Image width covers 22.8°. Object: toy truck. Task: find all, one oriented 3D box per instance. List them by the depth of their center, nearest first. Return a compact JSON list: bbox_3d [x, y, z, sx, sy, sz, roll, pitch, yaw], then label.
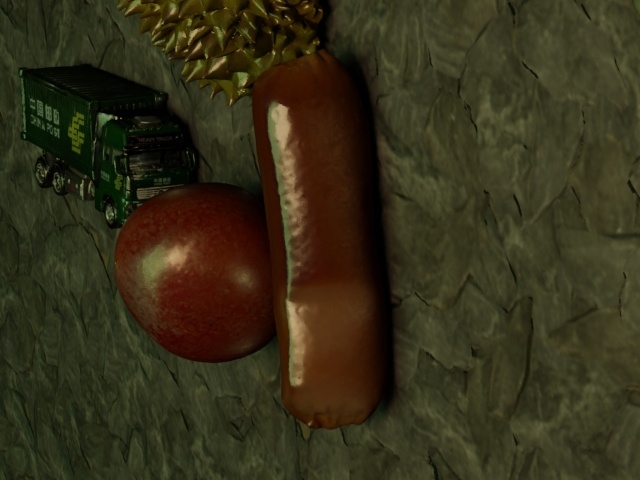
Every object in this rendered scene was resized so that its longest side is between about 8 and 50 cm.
[{"bbox_3d":[-0.214,-0.094,1.573,0.259,0.088,0.121,27,120,54],"label":"toy truck"}]

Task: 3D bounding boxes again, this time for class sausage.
[{"bbox_3d":[0.000,0.000,1.252,0.083,0.089,0.300,-163,67,-70],"label":"sausage"}]

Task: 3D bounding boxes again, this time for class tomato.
[{"bbox_3d":[-0.102,0.026,1.366,0.167,0.167,0.167,21,116,54],"label":"tomato"}]

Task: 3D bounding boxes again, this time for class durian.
[{"bbox_3d":[-0.099,-0.204,1.346,0.260,0.154,0.186,47,160,53],"label":"durian"}]

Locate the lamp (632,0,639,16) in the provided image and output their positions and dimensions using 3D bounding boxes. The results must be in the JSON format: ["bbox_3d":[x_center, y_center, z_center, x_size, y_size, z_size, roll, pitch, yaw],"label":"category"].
[{"bbox_3d":[0.240,-0.194,0.792,0.121,0.121,0.214,53,130,37],"label":"lamp"}]
